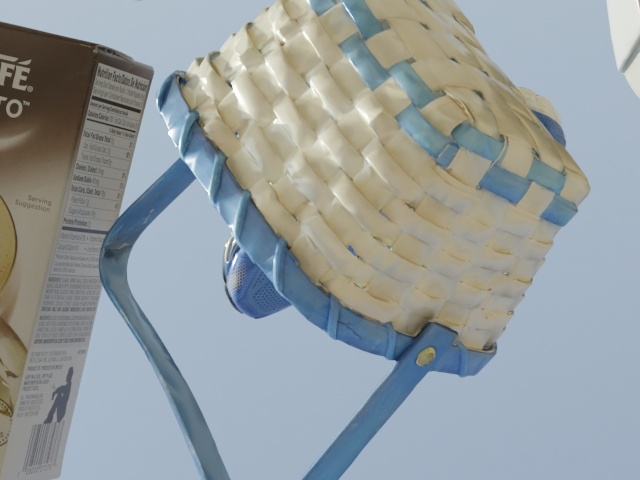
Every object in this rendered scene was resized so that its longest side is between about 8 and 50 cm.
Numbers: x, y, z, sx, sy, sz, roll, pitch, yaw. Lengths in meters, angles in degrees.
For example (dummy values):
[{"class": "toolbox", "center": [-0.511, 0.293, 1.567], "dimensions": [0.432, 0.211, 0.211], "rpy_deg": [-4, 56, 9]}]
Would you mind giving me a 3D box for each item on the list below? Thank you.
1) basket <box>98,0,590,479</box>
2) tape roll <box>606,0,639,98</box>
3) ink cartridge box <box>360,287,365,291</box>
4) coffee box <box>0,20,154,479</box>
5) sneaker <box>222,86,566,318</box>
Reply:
[{"class": "basket", "center": [0.000, 0.000, 1.165], "dimensions": [0.201, 0.289, 0.255], "rpy_deg": [25, -154, -49]}, {"class": "tape roll", "center": [0.351, -0.185, 1.415], "dimensions": [0.286, 0.100, 0.286], "rpy_deg": [1, -106, -3]}, {"class": "ink cartridge box", "center": [0.050, -0.045, 2.027], "dimensions": [0.171, 0.168, 0.233], "rpy_deg": [38, -175, -7]}, {"class": "coffee box", "center": [-0.237, 0.001, 1.333], "dimensions": [0.168, 0.297, 0.119], "rpy_deg": [13, -179, 14]}, {"class": "sneaker", "center": [0.063, -0.006, 1.700], "dimensions": [0.130, 0.330, 0.147], "rpy_deg": [42, -152, -51]}]
